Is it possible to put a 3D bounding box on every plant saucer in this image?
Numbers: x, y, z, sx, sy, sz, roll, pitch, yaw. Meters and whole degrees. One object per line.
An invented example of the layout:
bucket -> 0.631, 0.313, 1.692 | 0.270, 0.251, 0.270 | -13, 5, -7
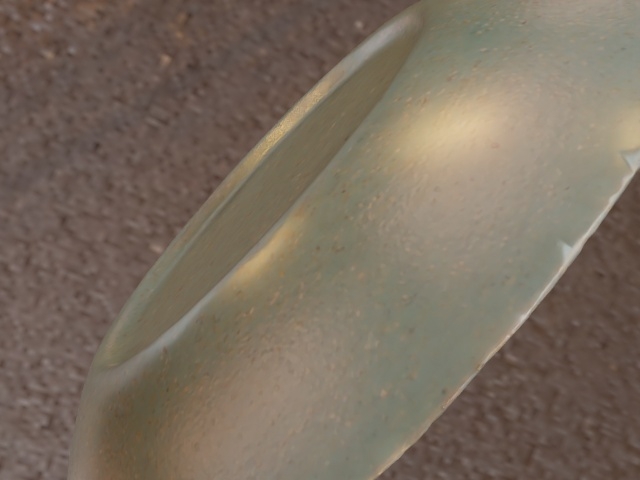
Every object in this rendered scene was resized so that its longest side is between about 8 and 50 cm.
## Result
plant saucer -> 0.000, 0.000, 0.401 | 0.195, 0.037, 0.195 | -45, 10, 10
